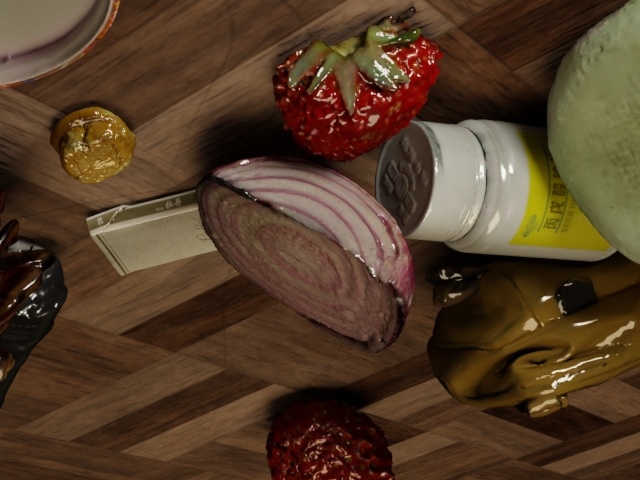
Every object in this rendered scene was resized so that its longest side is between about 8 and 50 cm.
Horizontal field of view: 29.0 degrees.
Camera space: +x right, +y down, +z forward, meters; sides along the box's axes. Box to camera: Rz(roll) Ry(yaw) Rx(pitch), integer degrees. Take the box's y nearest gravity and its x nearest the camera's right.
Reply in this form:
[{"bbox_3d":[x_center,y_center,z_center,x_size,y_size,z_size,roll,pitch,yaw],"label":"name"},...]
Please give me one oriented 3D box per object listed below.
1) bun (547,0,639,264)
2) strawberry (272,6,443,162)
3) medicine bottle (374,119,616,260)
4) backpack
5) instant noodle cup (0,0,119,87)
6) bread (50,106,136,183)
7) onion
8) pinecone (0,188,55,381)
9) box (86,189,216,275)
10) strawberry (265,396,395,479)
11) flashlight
[{"bbox_3d":[0.373,-0.116,1.188,0.187,0.293,0.293,-35,177,-46],"label":"bun"},{"bbox_3d":[0.045,-0.120,1.187,0.167,0.087,0.208,-15,154,6],"label":"strawberry"},{"bbox_3d":[0.196,-0.054,1.308,0.258,0.143,0.143,4,149,-26],"label":"medicine bottle"},{"bbox_3d":[0.285,0.096,1.531,0.353,0.201,0.378,-15,173,-26],"label":"backpack"},{"bbox_3d":[-0.231,-0.224,0.769,0.250,0.192,0.250,-8,153,-4],"label":"instant noodle cup"},{"bbox_3d":[-0.217,-0.092,1.191,0.083,0.046,0.081,14,139,-36],"label":"bread"},{"bbox_3d":[0.000,0.000,1.276,0.250,0.111,0.247,31,160,12],"label":"onion"},{"bbox_3d":[-0.418,0.039,1.160,0.296,0.242,0.298,20,143,-31],"label":"pinecone"},{"bbox_3d":[-0.148,-0.017,1.377,0.198,0.029,0.109,-14,152,4],"label":"box"},{"bbox_3d":[-0.006,0.343,1.952,0.234,0.234,0.178,-20,131,18],"label":"strawberry"},{"bbox_3d":[-0.404,0.135,1.509,0.103,0.103,0.424,3,151,-26],"label":"flashlight"}]
